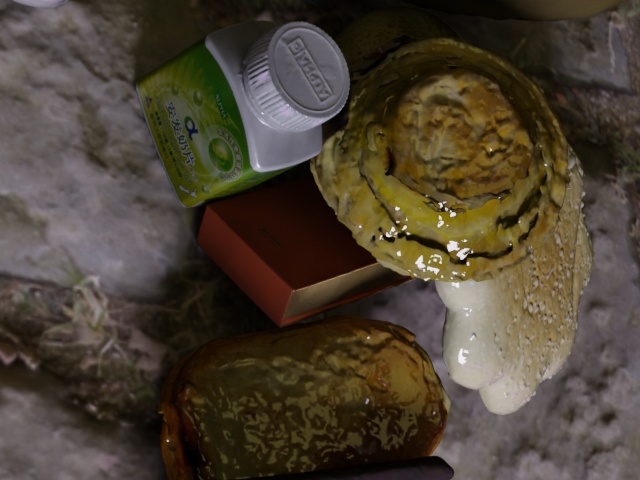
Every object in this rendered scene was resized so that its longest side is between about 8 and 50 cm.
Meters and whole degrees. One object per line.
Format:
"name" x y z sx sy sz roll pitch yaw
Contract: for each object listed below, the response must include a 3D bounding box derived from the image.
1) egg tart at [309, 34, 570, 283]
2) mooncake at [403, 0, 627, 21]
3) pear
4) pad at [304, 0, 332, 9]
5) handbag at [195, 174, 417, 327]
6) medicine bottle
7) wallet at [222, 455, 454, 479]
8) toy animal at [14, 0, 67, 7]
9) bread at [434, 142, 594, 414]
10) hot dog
"egg tart" 0.110 -0.078 1.401 0.241 0.106 0.241 2 74 -6
"mooncake" 0.181 -0.443 1.491 0.467 0.262 0.467 0 71 0
"pear" 0.075 -0.145 1.539 0.167 0.137 0.167 13 70 -40
"pad" -0.085 -0.329 1.561 0.243 0.004 0.163 12 68 -36
"handbag" 0.000 0.000 1.449 0.190 0.062 0.127 -16 49 -41
"medicine bottle" -0.065 -0.118 1.386 0.088 0.188 0.132 -18 87 -40
"wallet" -0.018 0.248 1.321 0.229 0.182 0.049 0 46 -36
"toy animal" -0.299 -0.295 1.293 0.282 0.138 0.140 30 63 -26
"bread" 0.195 0.017 1.559 0.316 0.054 0.316 -8 99 -57
"hot dog" -0.019 0.157 1.381 0.259 0.114 0.175 -11 83 -28
